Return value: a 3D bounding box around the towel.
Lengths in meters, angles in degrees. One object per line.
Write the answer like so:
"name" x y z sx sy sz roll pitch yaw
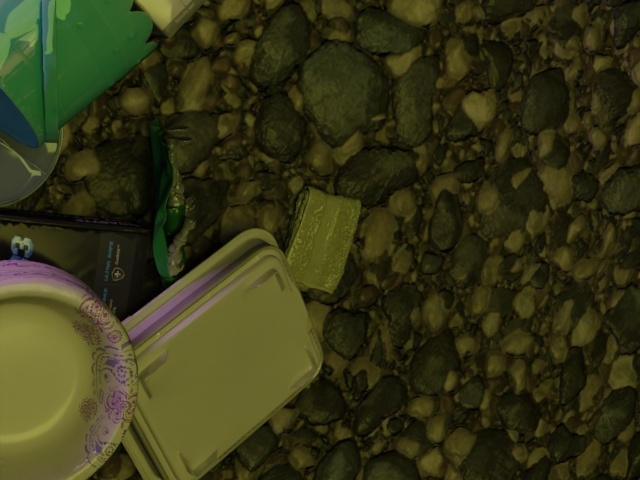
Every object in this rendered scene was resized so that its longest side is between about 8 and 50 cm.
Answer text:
"towel" 0.000 0.000 1.728 0.110 0.027 0.148 13 97 -31

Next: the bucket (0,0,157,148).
"bucket" -0.341 -0.249 1.328 0.183 0.281 0.281 -48 120 -15

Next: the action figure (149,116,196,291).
"action figure" -0.197 -0.034 1.569 0.063 0.137 0.232 0 114 -9

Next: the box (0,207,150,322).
"box" -0.387 0.108 1.527 0.293 0.073 0.296 6 100 -30

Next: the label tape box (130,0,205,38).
"label tape box" -0.231 -0.450 1.438 0.241 0.106 0.334 -48 120 -9

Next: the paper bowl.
"paper bowl" -0.374 0.164 1.421 0.284 0.148 0.284 -7 107 -24

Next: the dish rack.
"dish rack" -0.136 0.174 1.628 0.333 0.072 0.286 -39 128 -25

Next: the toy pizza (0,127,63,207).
"toy pizza" -0.418 -0.139 1.456 0.201 0.032 0.201 -2 94 -31
